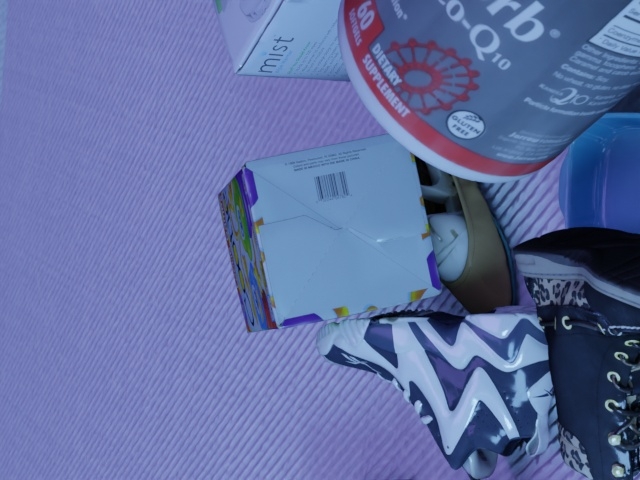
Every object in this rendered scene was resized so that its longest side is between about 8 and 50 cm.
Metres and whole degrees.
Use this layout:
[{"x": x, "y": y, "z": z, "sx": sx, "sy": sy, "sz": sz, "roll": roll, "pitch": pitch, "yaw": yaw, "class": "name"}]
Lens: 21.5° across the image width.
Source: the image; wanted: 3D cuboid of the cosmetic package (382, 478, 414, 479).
[{"x": 0.039, "y": 0.344, "z": 1.587, "sx": 0.117, "sy": 0.085, "sz": 0.231, "roll": -20, "pitch": 73, "yaw": 61, "class": "cosmetic package"}]

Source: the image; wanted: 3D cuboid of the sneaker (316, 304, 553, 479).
[{"x": 0.098, "y": 0.136, "z": 1.428, "sx": 0.235, "sy": 0.094, "sz": 0.153, "roll": -5, "pitch": 90, "yaw": 32, "class": "sneaker"}]

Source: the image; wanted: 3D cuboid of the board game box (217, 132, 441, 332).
[{"x": 0.000, "y": 0.000, "z": 1.501, "sx": 0.275, "sy": 0.144, "sz": 0.142, "roll": 155, "pitch": 103, "yaw": -82, "class": "board game box"}]

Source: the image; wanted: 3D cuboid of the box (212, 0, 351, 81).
[{"x": 0.062, "y": -0.252, "z": 1.407, "sx": 0.262, "sy": 0.231, "sz": 0.127, "roll": -54, "pitch": 43, "yaw": 48, "class": "box"}]

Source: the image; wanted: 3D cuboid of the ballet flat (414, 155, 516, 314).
[{"x": 0.105, "y": -0.029, "z": 1.483, "sx": 0.080, "sy": 0.073, "sz": 0.232, "roll": -49, "pitch": 47, "yaw": 48, "class": "ballet flat"}]

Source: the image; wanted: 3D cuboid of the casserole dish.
[{"x": 0.245, "y": -0.038, "z": 1.257, "sx": 0.188, "sy": 0.037, "sz": 0.114, "roll": 8, "pitch": 96, "yaw": 61, "class": "casserole dish"}]

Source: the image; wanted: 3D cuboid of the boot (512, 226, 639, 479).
[{"x": 0.227, "y": 0.089, "z": 1.203, "sx": 0.236, "sy": 0.085, "sz": 0.179, "roll": -161, "pitch": 57, "yaw": -66, "class": "boot"}]

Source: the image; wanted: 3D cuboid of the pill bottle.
[{"x": 0.185, "y": -0.216, "z": 1.178, "sx": 0.363, "sy": 0.210, "sz": 0.210, "roll": -45, "pitch": 50, "yaw": 44, "class": "pill bottle"}]
